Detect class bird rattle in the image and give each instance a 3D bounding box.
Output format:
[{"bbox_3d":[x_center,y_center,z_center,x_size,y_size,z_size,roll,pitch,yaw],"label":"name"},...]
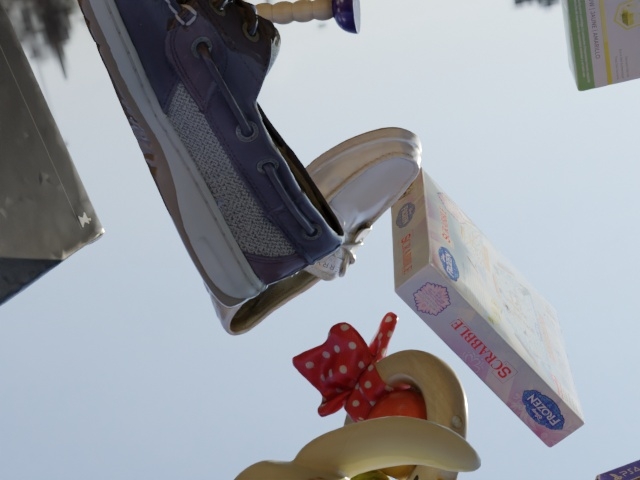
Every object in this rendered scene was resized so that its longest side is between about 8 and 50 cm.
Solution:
[{"bbox_3d":[0.069,0.183,1.379,0.207,0.143,0.253,-22,-132,49],"label":"bird rattle"}]

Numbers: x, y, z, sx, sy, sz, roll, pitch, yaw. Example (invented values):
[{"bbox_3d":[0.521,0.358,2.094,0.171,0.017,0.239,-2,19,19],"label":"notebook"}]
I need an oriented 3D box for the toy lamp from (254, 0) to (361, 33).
[{"bbox_3d":[-0.089,-0.281,1.847,0.275,0.080,0.080,-3,-164,10],"label":"toy lamp"}]

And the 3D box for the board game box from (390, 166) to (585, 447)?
[{"bbox_3d":[0.222,0.084,2.012,0.066,0.318,0.318,-39,-162,18],"label":"board game box"}]

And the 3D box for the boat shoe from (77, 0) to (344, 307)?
[{"bbox_3d":[-0.065,-0.095,0.787,0.092,0.285,0.103,-22,-152,0],"label":"boat shoe"}]

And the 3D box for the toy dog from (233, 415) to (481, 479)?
[{"bbox_3d":[0.050,0.357,0.959,0.395,0.284,0.408,-45,-124,-12],"label":"toy dog"}]

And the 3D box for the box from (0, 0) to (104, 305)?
[{"bbox_3d":[-0.392,-0.080,1.240,0.179,0.343,0.312,-15,-166,30],"label":"box"}]

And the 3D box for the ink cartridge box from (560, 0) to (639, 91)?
[{"bbox_3d":[0.366,-0.260,1.512,0.235,0.171,0.056,-12,-141,4],"label":"ink cartridge box"}]

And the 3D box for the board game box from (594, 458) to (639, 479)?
[{"bbox_3d":[0.452,0.352,1.561,0.291,0.141,0.232,25,-161,35],"label":"board game box"}]

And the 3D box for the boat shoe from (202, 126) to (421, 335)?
[{"bbox_3d":[0.000,0.000,1.430,0.098,0.096,0.277,24,126,-41],"label":"boat shoe"}]
